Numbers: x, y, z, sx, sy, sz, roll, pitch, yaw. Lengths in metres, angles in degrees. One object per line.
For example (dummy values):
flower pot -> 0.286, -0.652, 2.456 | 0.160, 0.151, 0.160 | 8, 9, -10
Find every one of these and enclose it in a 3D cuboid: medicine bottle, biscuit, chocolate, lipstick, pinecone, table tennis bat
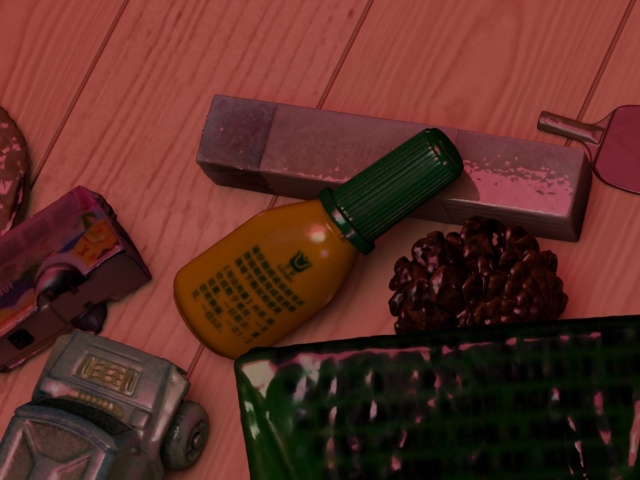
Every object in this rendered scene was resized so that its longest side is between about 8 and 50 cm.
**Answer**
medicine bottle -> 0.000, 0.000, 1.838 | 0.309, 0.076, 0.111 | -35, 106, 21
biscuit -> -0.359, -0.045, 2.023 | 0.133, 0.032, 0.250 | 2, 71, 16
chocolate -> 0.121, 0.239, 1.642 | 0.360, 0.161, 0.341 | -5, 90, -2
lipstick -> 0.070, -0.070, 1.895 | 0.372, 0.080, 0.076 | 10, 74, 17
pinecone -> 0.139, 0.056, 1.798 | 0.174, 0.173, 0.173 | -5, 70, 13
table tennis bat -> 0.281, -0.093, 1.885 | 0.156, 0.013, 0.087 | 18, 78, 18

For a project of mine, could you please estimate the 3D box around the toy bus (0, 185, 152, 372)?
toy bus -> -0.306, 0.065, 1.939 | 0.274, 0.090, 0.112 | -32, 62, 2

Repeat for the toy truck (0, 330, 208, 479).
toy truck -> -0.224, 0.226, 1.823 | 0.155, 0.156, 0.278 | 19, 77, 20
